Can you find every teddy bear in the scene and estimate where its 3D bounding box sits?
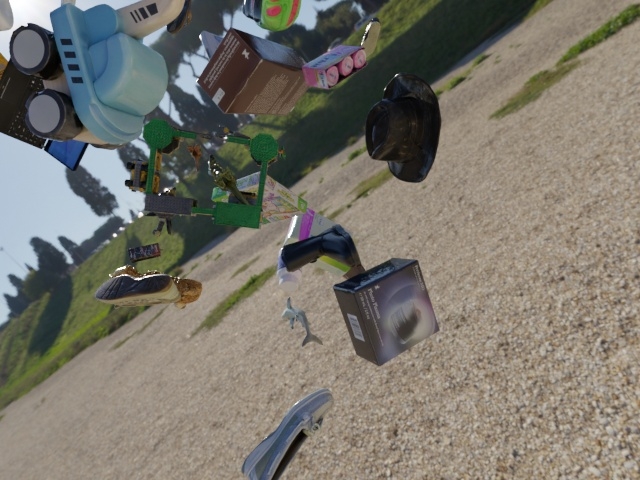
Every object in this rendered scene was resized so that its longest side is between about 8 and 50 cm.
[{"bbox_3d":[-0.634,0.185,1.590,0.245,0.337,0.113,-27,47,55],"label":"teddy bear"}]

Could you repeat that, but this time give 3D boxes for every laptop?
[{"bbox_3d":[-0.855,-0.385,1.277,0.234,0.264,0.136,-59,39,7],"label":"laptop"}]

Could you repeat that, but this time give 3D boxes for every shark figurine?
[{"bbox_3d":[-0.078,0.365,1.937,0.116,0.166,0.278,-4,22,-35],"label":"shark figurine"}]

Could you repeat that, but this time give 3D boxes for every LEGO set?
[{"bbox_3d":[-0.245,-0.136,0.946,0.330,0.255,0.192,-2,1,-7],"label":"LEGO set"}]

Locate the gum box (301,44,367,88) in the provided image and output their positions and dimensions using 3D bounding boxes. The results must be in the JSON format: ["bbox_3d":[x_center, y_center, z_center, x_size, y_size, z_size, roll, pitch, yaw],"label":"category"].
[{"bbox_3d":[0.049,-0.549,1.295,0.188,0.062,0.107,-40,45,-24],"label":"gum box"}]

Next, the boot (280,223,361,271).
[{"bbox_3d":[-0.005,0.045,1.207,0.207,0.094,0.246,-24,23,-4],"label":"boot"}]

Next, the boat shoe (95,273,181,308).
[{"bbox_3d":[-0.588,0.173,1.320,0.284,0.089,0.105,-3,45,18],"label":"boat shoe"}]

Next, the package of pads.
[{"bbox_3d":[0.000,0.000,1.790,0.101,0.296,0.229,-50,18,40],"label":"package of pads"}]

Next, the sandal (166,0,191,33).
[{"bbox_3d":[-0.588,-0.953,1.757,0.089,0.060,0.220,-7,60,19],"label":"sandal"}]

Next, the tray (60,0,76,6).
[{"bbox_3d":[-0.680,-0.642,1.111,0.030,0.145,0.270,2,-5,-35],"label":"tray"}]

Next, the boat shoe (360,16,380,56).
[{"bbox_3d":[0.171,-0.692,1.411,0.133,0.048,0.042,114,165,-53],"label":"boat shoe"}]

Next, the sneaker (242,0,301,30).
[{"bbox_3d":[-0.141,-0.845,1.127,0.202,0.484,0.185,23,20,32],"label":"sneaker"}]

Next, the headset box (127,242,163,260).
[{"bbox_3d":[-0.455,0.032,1.081,0.083,0.032,0.062,-13,-3,-22],"label":"headset box"}]

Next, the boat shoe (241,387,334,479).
[{"bbox_3d":[-0.071,0.552,1.150,0.320,0.118,0.103,-40,53,-19],"label":"boat shoe"}]

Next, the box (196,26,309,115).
[{"bbox_3d":[-0.181,-0.505,1.287,0.191,0.143,0.381,-44,-4,26],"label":"box"}]

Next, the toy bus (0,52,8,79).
[{"bbox_3d":[-1.116,-0.478,1.247,0.332,0.108,0.130,-41,6,-16],"label":"toy bus"}]

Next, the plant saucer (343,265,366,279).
[{"bbox_3d":[0.144,0.145,2.071,0.036,0.198,0.199,-55,4,28],"label":"plant saucer"}]

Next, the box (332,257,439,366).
[{"bbox_3d":[0.248,0.253,1.544,0.293,0.297,0.182,-24,10,-23],"label":"box"}]

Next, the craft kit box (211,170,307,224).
[{"bbox_3d":[-0.219,-0.144,1.502,0.249,0.246,0.061,-12,59,36],"label":"craft kit box"}]

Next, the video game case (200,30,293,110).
[{"bbox_3d":[-0.281,-0.659,1.623,0.328,0.300,0.036,-3,-27,-46],"label":"video game case"}]

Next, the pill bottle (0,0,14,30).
[{"bbox_3d":[-0.842,-0.522,0.894,0.263,0.146,0.146,-14,7,-15],"label":"pill bottle"}]

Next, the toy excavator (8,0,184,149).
[{"bbox_3d":[-0.439,-0.461,0.943,0.444,0.434,0.222,-14,1,11],"label":"toy excavator"}]

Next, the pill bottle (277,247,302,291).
[{"bbox_3d":[-0.137,0.129,1.838,0.112,0.112,0.187,-31,41,33],"label":"pill bottle"}]

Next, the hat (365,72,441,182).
[{"bbox_3d":[0.210,-0.313,1.215,0.133,0.332,0.331,-17,5,-20],"label":"hat"}]
